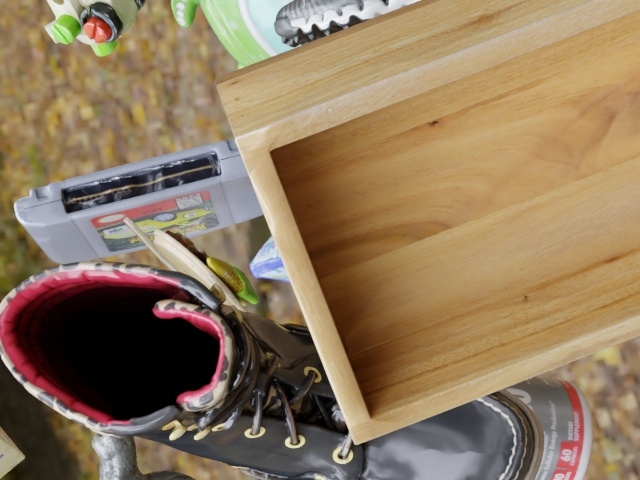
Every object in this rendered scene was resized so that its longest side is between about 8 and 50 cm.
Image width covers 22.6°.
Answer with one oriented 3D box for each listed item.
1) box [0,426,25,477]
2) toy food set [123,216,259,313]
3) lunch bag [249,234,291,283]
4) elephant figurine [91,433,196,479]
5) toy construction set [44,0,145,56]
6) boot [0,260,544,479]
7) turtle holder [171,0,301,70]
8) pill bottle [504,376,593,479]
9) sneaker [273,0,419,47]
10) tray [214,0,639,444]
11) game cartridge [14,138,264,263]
[{"bbox_3d":[-0.468,0.249,1.784,0.117,0.213,0.243,48,170,13],"label":"box"},{"bbox_3d":[-0.127,0.026,1.739,0.192,0.038,0.132,31,165,45],"label":"toy food set"},{"bbox_3d":[0.000,0.000,2.020,0.129,0.151,0.096,-22,93,49],"label":"lunch bag"},{"bbox_3d":[-0.133,0.298,1.530,0.186,0.169,0.239,41,-121,-75],"label":"elephant figurine"},{"bbox_3d":[-0.314,-0.315,1.798,0.215,0.151,0.328,5,152,33],"label":"toy construction set"},{"bbox_3d":[-0.038,0.114,1.202,0.138,0.377,0.284,-71,-21,-7],"label":"boot"},{"bbox_3d":[-0.027,-0.340,1.849,0.227,0.243,0.320,-14,103,42],"label":"turtle holder"},{"bbox_3d":[0.196,0.248,2.096,0.161,0.283,0.161,-172,90,-73],"label":"pill bottle"},{"bbox_3d":[0.065,-0.224,1.284,0.234,0.078,0.106,-16,77,26],"label":"sneaker"},{"bbox_3d":[0.173,-0.060,0.824,0.076,0.410,0.203,-113,2,-56],"label":"tray"},{"bbox_3d":[-0.197,-0.043,1.890,0.196,0.294,0.060,80,176,-79],"label":"game cartridge"}]
